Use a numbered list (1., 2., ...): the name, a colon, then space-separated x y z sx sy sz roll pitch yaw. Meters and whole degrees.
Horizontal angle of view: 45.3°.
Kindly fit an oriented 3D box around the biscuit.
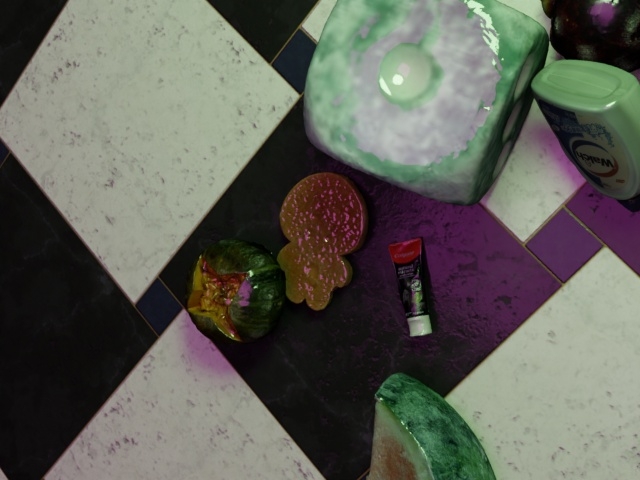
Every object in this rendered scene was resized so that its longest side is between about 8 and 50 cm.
1. biscuit: 0.001 0.000 1.609 0.201 0.044 0.289 10 99 25

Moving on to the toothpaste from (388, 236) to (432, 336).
1. toothpaste: 0.182 0.093 1.530 0.071 0.045 0.194 -12 82 25

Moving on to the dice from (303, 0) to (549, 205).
1. dice: 0.187 -0.265 1.351 0.330 0.348 0.328 26 103 17

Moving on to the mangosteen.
1. mangosteen: 0.469 -0.390 1.293 0.250 0.211 0.211 44 112 46

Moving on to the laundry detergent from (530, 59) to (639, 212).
1. laundry detergent: 0.475 -0.162 1.286 0.105 0.280 0.215 -44 37 -7

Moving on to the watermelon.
1. watermelon: 0.183 0.459 1.468 0.258 0.228 0.387 -40 70 31

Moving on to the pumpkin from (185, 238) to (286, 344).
1. pumpkin: -0.177 0.108 1.636 0.237 0.159 0.238 0 90 33
